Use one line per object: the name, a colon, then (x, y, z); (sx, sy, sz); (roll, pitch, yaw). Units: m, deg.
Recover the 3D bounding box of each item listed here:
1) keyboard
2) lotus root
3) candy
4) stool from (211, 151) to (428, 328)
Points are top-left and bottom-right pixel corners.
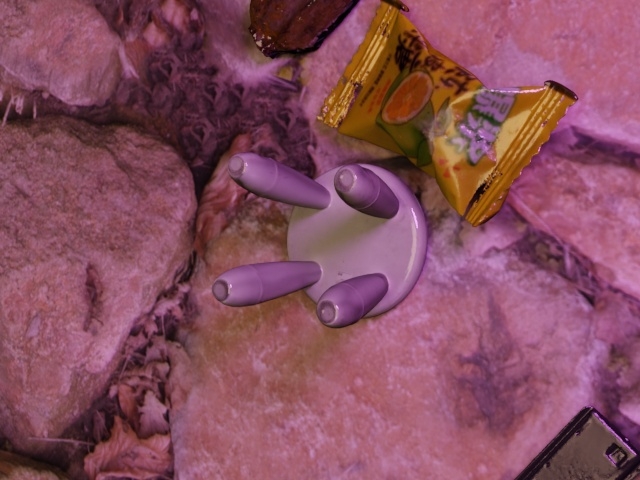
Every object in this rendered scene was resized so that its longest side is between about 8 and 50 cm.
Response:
keyboard: (0.258, 0.293, 1.003); (0.094, 0.025, 0.230); (46, 110, 24)
lotus root: (0.008, -0.377, 1.131); (0.329, 0.078, 0.167); (-50, 65, 19)
candy: (0.135, -0.156, 1.055); (0.297, 0.081, 0.187); (41, 108, 35)
stool: (0.000, 0.000, 1.059); (0.195, 0.198, 0.196); (10, 94, 31)
